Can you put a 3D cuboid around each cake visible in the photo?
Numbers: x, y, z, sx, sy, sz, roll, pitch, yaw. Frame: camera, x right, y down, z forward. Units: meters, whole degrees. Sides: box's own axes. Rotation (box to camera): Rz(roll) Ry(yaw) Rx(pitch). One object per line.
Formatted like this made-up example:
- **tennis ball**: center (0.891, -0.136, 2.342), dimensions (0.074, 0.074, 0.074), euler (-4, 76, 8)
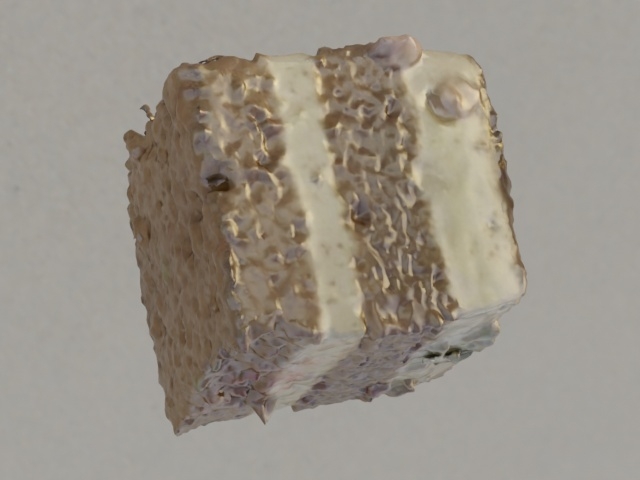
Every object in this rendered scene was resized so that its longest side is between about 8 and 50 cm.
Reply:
- **cake**: center (0.000, 0.000, 1.512), dimensions (0.290, 0.282, 0.256), euler (-5, 163, -20)
